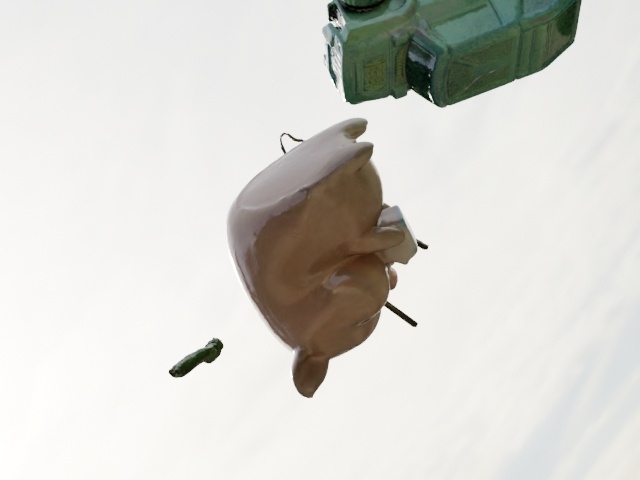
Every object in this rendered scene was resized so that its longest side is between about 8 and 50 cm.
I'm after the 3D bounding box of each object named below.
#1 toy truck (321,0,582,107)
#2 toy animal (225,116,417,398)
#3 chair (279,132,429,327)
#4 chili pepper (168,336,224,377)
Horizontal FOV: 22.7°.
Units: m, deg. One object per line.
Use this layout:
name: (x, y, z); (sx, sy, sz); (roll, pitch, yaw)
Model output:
toy truck: (0.137, -0.241, 1.709); (0.279, 0.156, 0.155); (-21, -27, -9)
toy animal: (0.004, 0.011, 1.884); (0.213, 0.256, 0.195); (-23, 23, 3)
chair: (0.000, 0.000, 2.187); (0.325, 0.170, 0.160); (33, -124, -37)
chili pepper: (-0.120, 0.116, 1.600); (0.083, 0.022, 0.027); (-31, -24, -51)
